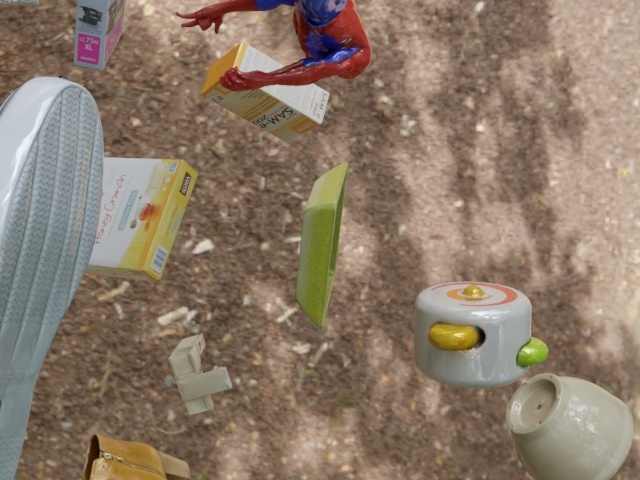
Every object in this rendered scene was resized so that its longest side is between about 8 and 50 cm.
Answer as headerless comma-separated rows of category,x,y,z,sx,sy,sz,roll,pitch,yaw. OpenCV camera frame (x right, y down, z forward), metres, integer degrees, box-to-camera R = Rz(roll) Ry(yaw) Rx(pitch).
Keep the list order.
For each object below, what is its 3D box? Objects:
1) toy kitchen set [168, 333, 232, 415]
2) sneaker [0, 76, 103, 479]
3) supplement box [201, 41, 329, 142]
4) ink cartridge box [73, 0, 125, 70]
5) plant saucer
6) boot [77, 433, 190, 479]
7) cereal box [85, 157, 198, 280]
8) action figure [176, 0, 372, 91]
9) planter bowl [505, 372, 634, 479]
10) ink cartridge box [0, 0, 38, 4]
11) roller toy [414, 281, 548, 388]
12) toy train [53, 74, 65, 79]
toy kitchen set,-0.151,0.174,1.153,0.075,0.068,0.083,-78,152,-76
sneaker,-0.187,0.033,0.436,0.094,0.091,0.258,52,52,-72
supplement box,-0.050,-0.134,0.793,0.098,0.062,0.036,26,65,-27
ink cartridge box,-0.383,-0.482,1.534,0.186,0.065,0.311,-88,-171,-53
plant saucer,0.000,0.000,1.215,0.188,0.045,0.188,-75,172,-67
boot,-0.317,0.475,1.502,0.211,0.295,0.104,23,116,-33
cereal box,-0.307,-0.036,1.241,0.047,0.240,0.173,44,56,-54
action figure,-0.037,-0.154,0.547,0.280,0.139,0.091,50,22,-78
planter bowl,0.318,0.247,1.158,0.109,0.162,0.162,40,66,-17
ink cartridge box,-0.611,-0.469,1.660,0.063,0.115,0.029,-40,131,-74
roller toy,0.247,0.145,1.419,0.209,0.191,0.146,-6,103,-20
toy train,-0.198,-0.063,0.683,0.036,0.027,0.158,70,6,-65
